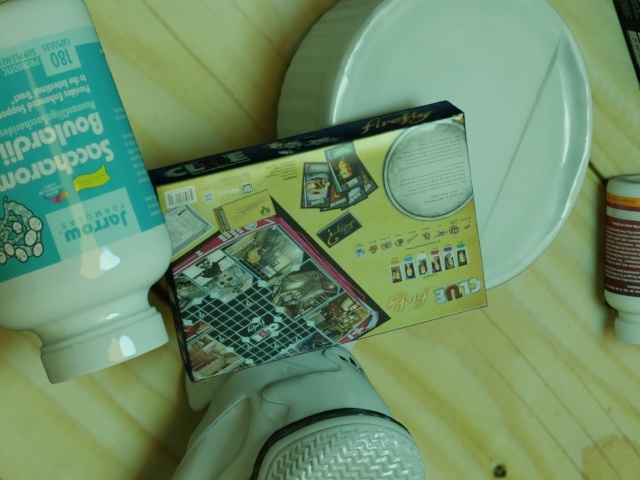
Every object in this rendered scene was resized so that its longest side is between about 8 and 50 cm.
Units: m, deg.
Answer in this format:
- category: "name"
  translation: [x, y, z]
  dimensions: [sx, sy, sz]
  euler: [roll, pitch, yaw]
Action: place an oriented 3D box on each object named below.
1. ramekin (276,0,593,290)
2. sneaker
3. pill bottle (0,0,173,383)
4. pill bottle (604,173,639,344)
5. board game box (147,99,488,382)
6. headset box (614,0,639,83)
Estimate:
- category: "ramekin"
  translation: [0.087, -0.094, 1.616]
  dimensions: [0.273, 0.127, 0.273]
  euler: [-6, 101, -32]
- category: "sneaker"
  translation: [-0.080, 0.213, 1.561]
  dimensions: [0.366, 0.210, 0.137]
  euler: [-40, 124, 18]
- category: "pill bottle"
  translation: [-0.196, -0.035, 1.391]
  dimensions: [0.146, 0.146, 0.264]
  euler: [-22, 93, -29]
- category: "pill bottle"
  translation: [0.307, 0.018, 1.806]
  dimensions: [0.086, 0.086, 0.152]
  euler: [-6, 101, -33]
- category: "board game box"
  translation: [0.000, 0.000, 1.487]
  dimensions: [0.243, 0.042, 0.165]
  euler: [-13, 112, -12]
- category: "headset box"
  translation: [0.403, -0.296, 1.770]
  dimensions: [0.283, 0.131, 0.246]
  euler: [-29, 113, -19]
